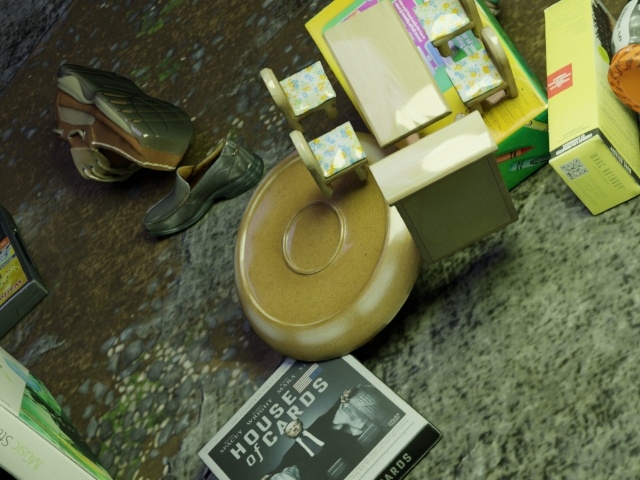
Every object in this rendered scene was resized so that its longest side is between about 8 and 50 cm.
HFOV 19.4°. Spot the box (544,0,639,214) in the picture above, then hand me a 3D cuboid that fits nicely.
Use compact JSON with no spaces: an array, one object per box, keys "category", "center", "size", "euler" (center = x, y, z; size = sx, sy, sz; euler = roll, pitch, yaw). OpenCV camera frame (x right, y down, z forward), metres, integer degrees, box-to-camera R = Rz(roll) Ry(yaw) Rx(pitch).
[{"category":"box","center":[0.260,-0.138,1.791],"size":[0.058,0.087,0.232],"euler":[-26,37,28]}]

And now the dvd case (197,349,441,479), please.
[{"category":"dvd case","center":[-0.007,0.193,1.768],"size":[0.179,0.029,0.238],"euler":[-46,32,-4]}]

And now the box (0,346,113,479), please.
[{"category":"box","center":[-0.342,0.171,1.985],"size":[0.058,0.232,0.322],"euler":[-47,32,-1]}]

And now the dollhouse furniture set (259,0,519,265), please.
[{"category":"dollhouse furniture set","center":[0.077,-0.124,1.726],"size":[0.212,0.161,0.242],"euler":[-28,64,3]}]

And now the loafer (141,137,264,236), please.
[{"category":"loafer","center":[-0.149,-0.065,2.197],"size":[0.170,0.061,0.062],"euler":[-34,34,19]}]

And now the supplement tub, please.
[{"category":"supplement tub","center":[0.345,-0.212,1.748],"size":[0.117,0.117,0.190],"euler":[-1,51,48]}]

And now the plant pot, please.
[{"category":"plant pot","center":[0.000,0.000,1.843],"size":[0.236,0.032,0.236],"euler":[-15,65,34]}]

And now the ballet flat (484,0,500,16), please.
[{"category":"ballet flat","center":[0.115,-0.279,2.127],"size":[0.106,0.107,0.316],"euler":[-60,24,14]}]

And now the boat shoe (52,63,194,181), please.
[{"category":"boat shoe","center":[-0.255,-0.131,2.363],"size":[0.324,0.122,0.120],"euler":[37,113,60]}]

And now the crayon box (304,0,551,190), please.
[{"category":"crayon box","center":[0.118,-0.164,1.896],"size":[0.165,0.081,0.278],"euler":[-37,55,12]}]

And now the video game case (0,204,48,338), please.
[{"category":"video game case","center":[-0.484,0.099,2.418],"size":[0.275,0.035,0.248],"euler":[-43,31,2]}]
